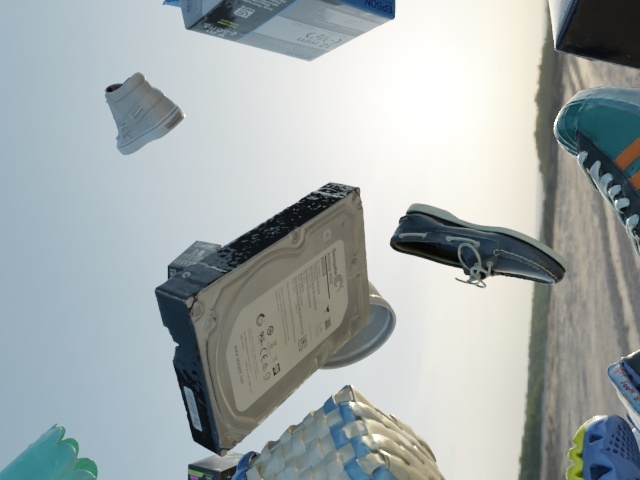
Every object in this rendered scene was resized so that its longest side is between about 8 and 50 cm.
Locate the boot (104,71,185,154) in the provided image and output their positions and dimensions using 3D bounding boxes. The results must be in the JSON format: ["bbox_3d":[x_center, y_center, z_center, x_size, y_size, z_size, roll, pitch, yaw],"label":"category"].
[{"bbox_3d":[-0.357,-0.246,1.166,0.123,0.258,0.095,50,-121,-22],"label":"boot"}]

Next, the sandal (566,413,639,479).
[{"bbox_3d":[0.358,0.330,0.623,0.126,0.138,0.317,19,-132,-35],"label":"sandal"}]

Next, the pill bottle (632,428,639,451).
[{"bbox_3d":[0.680,0.442,1.171,0.323,0.182,0.181,35,-123,-50],"label":"pill bottle"}]

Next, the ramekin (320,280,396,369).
[{"bbox_3d":[0.039,0.157,1.245,0.207,0.207,0.109,67,177,-49],"label":"ramekin"}]

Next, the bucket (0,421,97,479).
[{"bbox_3d":[-0.421,0.451,0.980,0.183,0.281,0.281,-38,-46,-25],"label":"bucket"}]

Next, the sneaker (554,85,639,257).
[{"bbox_3d":[0.282,-0.029,0.495,0.108,0.121,0.302,40,-173,-38],"label":"sneaker"}]

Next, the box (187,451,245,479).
[{"bbox_3d":[-0.138,0.335,0.865,0.083,0.062,0.052,5,-96,-58],"label":"box"}]

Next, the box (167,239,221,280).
[{"bbox_3d":[-0.330,0.102,1.620,0.180,0.078,0.147,-57,-25,-66],"label":"box"}]

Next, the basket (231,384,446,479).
[{"bbox_3d":[-0.006,0.299,0.548,0.201,0.289,0.255,46,-177,-12],"label":"basket"}]

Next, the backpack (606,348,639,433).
[{"bbox_3d":[0.488,0.241,0.828,0.173,0.117,0.158,57,-169,-24],"label":"backpack"}]

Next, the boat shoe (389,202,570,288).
[{"bbox_3d":[0.213,0.017,0.859,0.079,0.255,0.095,-56,-33,-18],"label":"boat shoe"}]

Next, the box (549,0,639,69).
[{"bbox_3d":[0.422,-0.417,0.772,0.294,0.183,0.296,-72,-6,-45],"label":"box"}]

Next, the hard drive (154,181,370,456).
[{"bbox_3d":[-0.050,0.089,0.819,0.339,0.064,0.236,-35,-51,-45],"label":"hard drive"}]

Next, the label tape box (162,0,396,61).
[{"bbox_3d":[-0.082,-0.384,1.007,0.249,0.348,0.115,3,-97,-35],"label":"label tape box"}]
